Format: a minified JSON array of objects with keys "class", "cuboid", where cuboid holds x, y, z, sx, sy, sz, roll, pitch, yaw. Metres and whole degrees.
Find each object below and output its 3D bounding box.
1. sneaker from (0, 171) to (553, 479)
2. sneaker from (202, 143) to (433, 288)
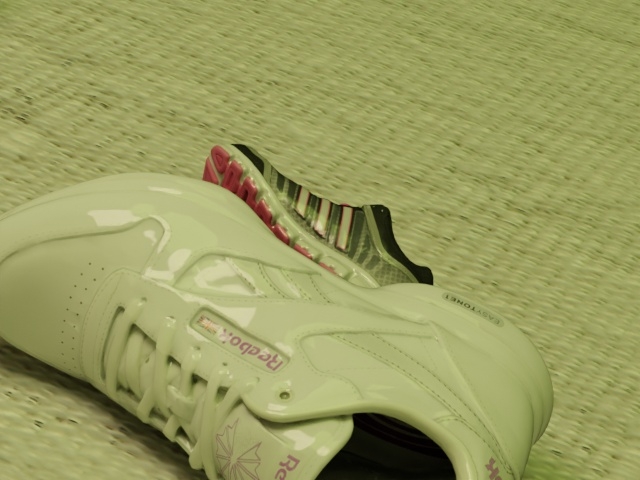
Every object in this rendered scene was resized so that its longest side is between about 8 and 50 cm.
[{"class":"sneaker","cuboid":[-0.040,0.058,0.932,0.305,0.114,0.152,16,31,7]},{"class":"sneaker","cuboid":[0.000,0.000,1.092,0.075,0.063,0.170,-18,47,-38]}]
